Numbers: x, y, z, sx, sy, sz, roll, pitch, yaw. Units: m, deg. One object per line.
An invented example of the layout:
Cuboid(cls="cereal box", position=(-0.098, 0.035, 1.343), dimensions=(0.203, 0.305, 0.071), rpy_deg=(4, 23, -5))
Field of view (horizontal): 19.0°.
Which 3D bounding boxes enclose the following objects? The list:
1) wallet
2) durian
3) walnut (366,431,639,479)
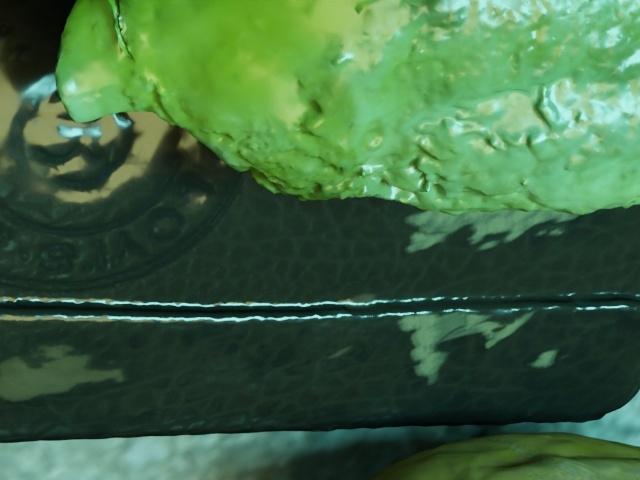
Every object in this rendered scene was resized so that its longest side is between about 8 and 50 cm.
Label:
Cuboid(cls="wallet", position=(0.000, 0.000, 0.688), dimensions=(0.321, 0.044, 0.170), rpy_deg=(2, 115, -24))
Cuboid(cls="durian", position=(0.046, -0.078, 0.609), dimensions=(0.250, 0.101, 0.139), rpy_deg=(10, 77, -21))
Cuboid(cls="walnut", position=(0.077, 0.168, 0.731), dimensions=(0.222, 0.195, 0.195), rpy_deg=(6, 115, -29))
